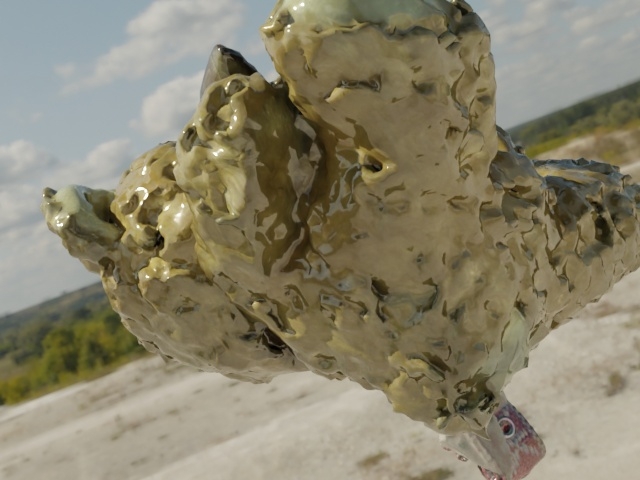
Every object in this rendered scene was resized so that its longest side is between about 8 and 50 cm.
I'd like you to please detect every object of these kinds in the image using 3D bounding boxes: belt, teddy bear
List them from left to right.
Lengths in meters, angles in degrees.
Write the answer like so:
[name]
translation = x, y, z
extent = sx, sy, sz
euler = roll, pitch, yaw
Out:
[teddy bear]
translation = 0.000, 0.000, 0.502
extent = 0.256, 0.156, 0.267
euler = 3, -17, 43
[belt]
translation = 0.089, 0.079, 0.778
extent = 0.071, 0.232, 0.053
euler = -20, 12, 47
